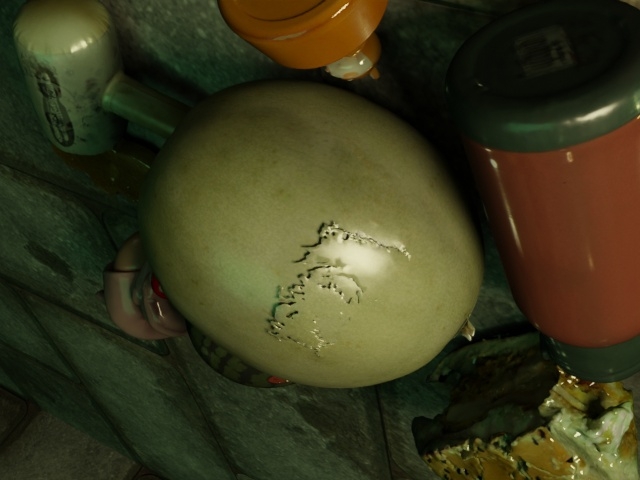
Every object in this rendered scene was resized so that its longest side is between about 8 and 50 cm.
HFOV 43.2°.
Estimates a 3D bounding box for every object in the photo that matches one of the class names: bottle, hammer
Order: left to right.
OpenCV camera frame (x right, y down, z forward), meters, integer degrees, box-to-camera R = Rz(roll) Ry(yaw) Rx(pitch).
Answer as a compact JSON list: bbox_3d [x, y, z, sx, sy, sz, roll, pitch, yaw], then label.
[{"bbox_3d":[-0.190,-0.148,0.900,0.306,0.113,0.202,24,151,10],"label":"hammer"},{"bbox_3d":[0.204,-0.015,0.644,0.144,0.144,0.336,12,145,35],"label":"bottle"}]

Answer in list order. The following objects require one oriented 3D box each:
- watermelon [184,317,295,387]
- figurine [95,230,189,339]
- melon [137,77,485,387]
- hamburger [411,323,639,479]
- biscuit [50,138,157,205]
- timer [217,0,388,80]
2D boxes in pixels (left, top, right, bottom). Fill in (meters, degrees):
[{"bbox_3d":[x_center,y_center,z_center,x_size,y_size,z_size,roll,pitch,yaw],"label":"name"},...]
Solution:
[{"bbox_3d":[-0.059,0.069,0.960,0.212,0.212,0.212,26,149,17],"label":"watermelon"},{"bbox_3d":[-0.209,0.064,1.153,0.176,0.186,0.287,1,-172,-26],"label":"figurine"},{"bbox_3d":[0.000,0.000,0.739,0.330,0.268,0.268,32,151,-8],"label":"melon"},{"bbox_3d":[0.238,0.211,0.891,0.192,0.167,0.288,42,149,-7],"label":"hamburger"},{"bbox_3d":[-0.271,-0.105,1.101,0.226,0.036,0.166,28,150,9],"label":"biscuit"},{"bbox_3d":[0.008,-0.178,0.656,0.132,0.132,0.152,17,168,29],"label":"timer"}]
